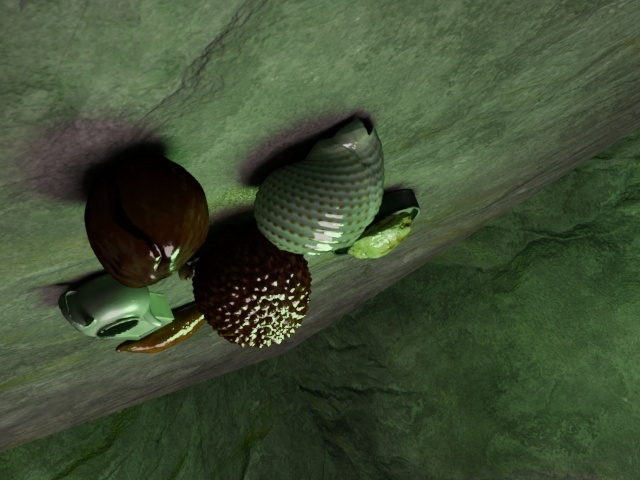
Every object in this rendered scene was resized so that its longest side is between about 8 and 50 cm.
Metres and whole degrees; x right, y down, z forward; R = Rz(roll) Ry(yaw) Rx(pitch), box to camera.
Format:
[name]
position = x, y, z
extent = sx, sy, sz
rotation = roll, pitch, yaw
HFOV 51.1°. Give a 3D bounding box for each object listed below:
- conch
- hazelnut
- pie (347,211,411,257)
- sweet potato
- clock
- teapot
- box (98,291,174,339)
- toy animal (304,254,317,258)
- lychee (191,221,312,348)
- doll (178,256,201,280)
[conch]
position = 0.024, -0.094, 1.451
extent = 0.319, 0.215, 0.303
rotation = -32, 175, 27
[hazelnut]
position = -0.287, -0.027, 1.143
extent = 0.218, 0.218, 0.234
rotation = -17, 162, -31
[pie]
position = 0.190, -0.006, 2.017
extent = 0.201, 0.090, 0.248
rotation = -25, 169, -17
[sweet potato]
position = -0.479, 0.283, 2.136
extent = 0.359, 0.112, 0.112
rotation = -22, 166, -26
[clock]
position = 0.165, -0.052, 2.124
extent = 0.325, 0.067, 0.325
rotation = -24, 165, -7
[teapot]
position = -0.501, 0.159, 1.597
extent = 0.193, 0.129, 0.294
rotation = -32, 165, 21
[box]
position = -0.516, 0.205, 1.831
extent = 0.129, 0.086, 0.225
rotation = -28, 165, 8
[toy animal]
position = -0.022, 0.004, 1.924
extent = 0.324, 0.090, 0.195
rotation = -39, 150, 23
[lychee]
position = -0.167, 0.109, 1.667
extent = 0.306, 0.330, 0.306
rotation = -26, -165, 7
[doll]
position = -0.327, 0.071, 1.745
extent = 0.093, 0.051, 0.061
rotation = -16, -171, -25
